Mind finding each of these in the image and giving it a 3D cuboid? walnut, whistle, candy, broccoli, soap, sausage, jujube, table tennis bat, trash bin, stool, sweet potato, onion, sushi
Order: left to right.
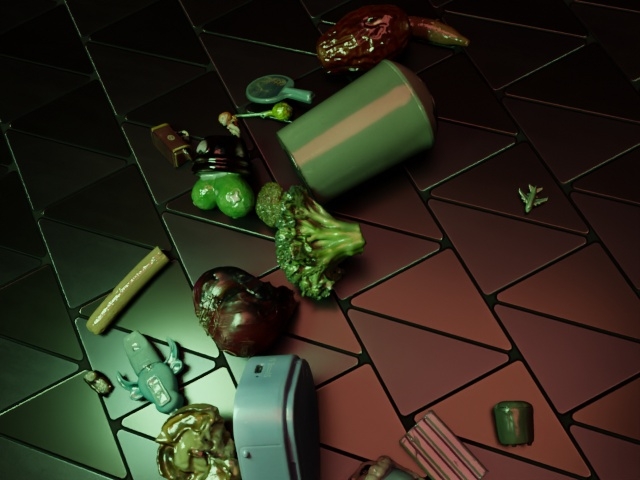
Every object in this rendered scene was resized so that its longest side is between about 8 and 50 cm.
[{"bbox_3d":[-0.614,0.394,1.849,0.083,0.044,0.046,37,58,16],"label":"sushi"},{"bbox_3d":[-0.553,0.144,1.910,0.066,0.066,0.301,39,78,18],"label":"sausage"},{"bbox_3d":[-0.454,0.365,1.807,0.186,0.093,0.274,-34,67,-5],"label":"whistle"},{"bbox_3d":[-0.303,0.542,1.700,0.204,0.141,0.238,-30,70,10],"label":"walnut"},{"bbox_3d":[-0.219,0.181,1.777,0.281,0.221,0.281,4,44,-4],"label":"onion"},{"bbox_3d":[-0.179,-0.393,2.058,0.194,0.062,0.058,-2,68,17],"label":"candy"},{"bbox_3d":[-0.131,-0.102,1.915,0.131,0.120,0.130,18,107,49],"label":"broccoli"},{"bbox_3d":[-0.120,-0.457,2.036,0.237,0.038,0.149,19,49,29],"label":"table tennis bat"},{"bbox_3d":[0.000,0.000,1.789,0.246,0.288,0.248,-6,42,4],"label":"broccoli"},{"bbox_3d":[0.117,-0.306,1.869,0.432,0.280,0.280,-31,70,0],"label":"trash bin"},{"bbox_3d":[0.131,-0.601,2.010,0.290,0.197,0.197,-17,69,17],"label":"jujube"},{"bbox_3d":[0.317,-0.662,2.069,0.314,0.066,0.072,22,107,14],"label":"sweet potato"},{"bbox_3d":[0.303,0.537,1.658,0.122,0.065,0.203,-41,71,-7],"label":"soap"},{"bbox_3d":[0.482,0.453,1.651,0.096,0.096,0.110,-4,74,6],"label":"stool"}]

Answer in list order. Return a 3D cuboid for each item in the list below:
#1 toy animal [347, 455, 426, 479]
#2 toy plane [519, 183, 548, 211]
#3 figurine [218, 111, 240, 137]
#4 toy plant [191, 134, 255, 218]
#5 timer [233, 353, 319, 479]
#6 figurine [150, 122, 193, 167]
[{"bbox_3d":[0.153,0.632,1.600,0.204,0.156,0.208,31,74,12],"label":"toy animal"},{"bbox_3d":[0.591,-0.116,1.865,0.080,0.033,0.083,19,82,13],"label":"toy plane"},{"bbox_3d":[-0.272,-0.355,2.049,0.047,0.064,0.109,-23,53,-26],"label":"figurine"},{"bbox_3d":[-0.279,-0.180,1.927,0.218,0.175,0.235,0,86,38],"label":"toy plant"},{"bbox_3d":[-0.107,0.453,1.600,0.173,0.395,0.395,-6,70,7],"label":"timer"},{"bbox_3d":[-0.439,-0.294,2.046,0.098,0.082,0.154,-38,70,-27],"label":"figurine"}]
